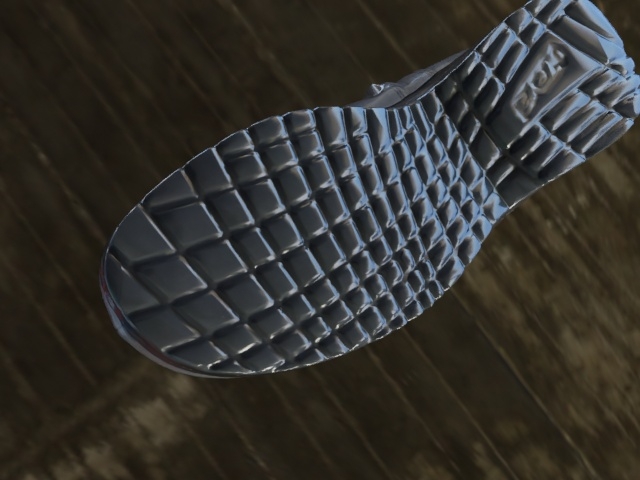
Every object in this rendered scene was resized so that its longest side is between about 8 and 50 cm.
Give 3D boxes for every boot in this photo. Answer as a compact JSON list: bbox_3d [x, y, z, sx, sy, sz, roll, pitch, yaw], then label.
[{"bbox_3d":[0.000,0.000,1.020,0.338,0.223,0.118,-25,-94,-34],"label":"boot"}]
